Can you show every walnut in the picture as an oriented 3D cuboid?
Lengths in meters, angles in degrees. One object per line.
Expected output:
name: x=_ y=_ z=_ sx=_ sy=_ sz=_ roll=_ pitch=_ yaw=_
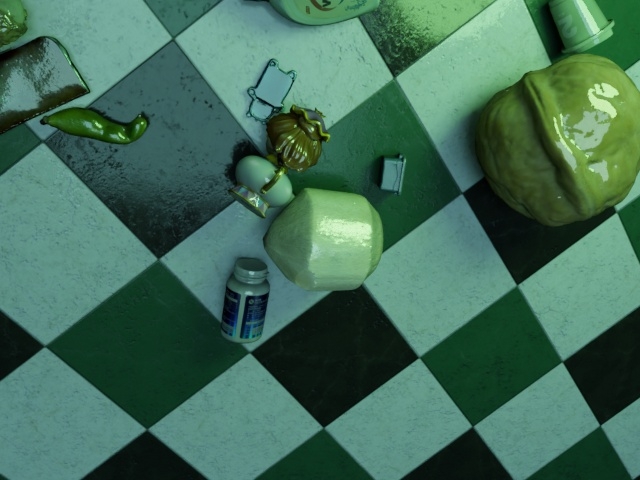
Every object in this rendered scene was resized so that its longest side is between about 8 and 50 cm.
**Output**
walnut: x=0.548 y=-0.222 z=1.134 sx=0.380 sy=0.381 sz=0.382 roll=-4 pitch=111 yaw=-11

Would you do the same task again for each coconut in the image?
coconut: x=0.000 y=0.000 z=1.139 sx=0.265 sy=0.237 sz=0.238 roll=4 pitch=109 yaw=-21

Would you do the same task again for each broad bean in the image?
broad bean: x=-0.476 y=-0.241 z=1.039 sx=0.213 sy=0.048 sz=0.071 roll=2 pitch=116 yaw=-12

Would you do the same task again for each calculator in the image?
calculator: x=-0.113 y=-0.328 z=1.106 sx=0.094 sy=0.019 sz=0.141 roll=26 pitch=104 yaw=-20

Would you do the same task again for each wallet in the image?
wallet: x=-0.614 y=-0.307 z=0.994 sx=0.255 sy=0.031 sz=0.137 roll=-26 pitch=113 yaw=-3

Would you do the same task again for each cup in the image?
cup: x=0.601 y=-0.517 z=1.150 sx=0.120 sy=0.120 sz=0.141 roll=-32 pitch=104 yaw=0

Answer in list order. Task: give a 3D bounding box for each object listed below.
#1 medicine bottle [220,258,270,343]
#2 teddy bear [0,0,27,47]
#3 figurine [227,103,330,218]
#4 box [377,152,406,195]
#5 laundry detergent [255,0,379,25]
medicine bottle: x=-0.183 y=0.147 z=1.217 sx=0.106 sy=0.107 sz=0.192 roll=6 pitch=108 yaw=-15
teddy bear: x=-0.703 y=-0.433 z=0.863 sx=0.267 sy=0.156 sz=0.256 roll=-45 pitch=121 yaw=-38
figurine: x=-0.083 y=-0.180 z=1.082 sx=0.142 sy=0.189 sz=0.263 roll=40 pitch=81 yaw=-26
box: x=0.172 y=-0.164 z=1.205 sx=0.054 sy=0.074 sz=0.099 roll=6 pitch=109 yaw=0
laundry detergent: x=-0.026 y=-0.545 z=0.994 sx=0.280 sy=0.105 sz=0.215 roll=-11 pitch=124 yaw=-7
